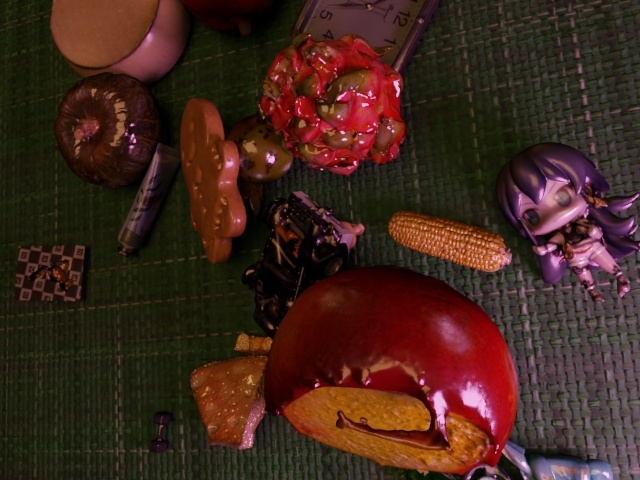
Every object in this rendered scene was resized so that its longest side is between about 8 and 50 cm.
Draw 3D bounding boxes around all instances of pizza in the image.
[{"bbox_3d":[-0.189,0.333,1.093,0.204,0.080,0.188,-4,58,27],"label":"pizza"}]

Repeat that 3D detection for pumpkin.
[{"bbox_3d":[-0.484,-0.246,1.185,0.260,0.189,0.261,4,99,24],"label":"pumpkin"}]

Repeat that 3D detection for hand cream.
[{"bbox_3d":[-0.397,-0.089,1.207,0.058,0.091,0.272,28,95,24],"label":"hand cream"}]

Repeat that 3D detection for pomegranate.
[{"bbox_3d":[-0.145,-0.164,1.101,0.156,0.156,0.220,45,107,18],"label":"pomegranate"}]

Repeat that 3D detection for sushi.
[{"bbox_3d":[-0.660,0.081,1.296,0.200,0.031,0.139,0,82,15],"label":"sushi"}]

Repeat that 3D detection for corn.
[{"bbox_3d":[0.239,-0.002,0.991,0.238,0.080,0.080,18,89,17],"label":"corn"}]

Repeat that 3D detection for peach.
[{"bbox_3d":[0.113,0.198,0.876,0.405,0.335,0.310,1,55,26],"label":"peach"}]

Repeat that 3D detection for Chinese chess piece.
[{"bbox_3d":[-0.478,-0.533,1.261,0.337,0.140,0.339,-2,83,19],"label":"Chinese chess piece"}]

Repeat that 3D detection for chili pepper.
[{"bbox_3d":[0.198,0.430,0.935,0.224,0.061,0.098,35,125,34],"label":"chili pepper"}]

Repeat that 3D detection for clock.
[{"bbox_3d":[0.100,-0.498,1.116,0.278,0.049,0.274,28,93,19],"label":"clock"}]

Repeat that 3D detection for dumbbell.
[{"bbox_3d":[-0.349,0.418,1.148,0.036,0.040,0.083,-1,81,50],"label":"dumbbell"}]

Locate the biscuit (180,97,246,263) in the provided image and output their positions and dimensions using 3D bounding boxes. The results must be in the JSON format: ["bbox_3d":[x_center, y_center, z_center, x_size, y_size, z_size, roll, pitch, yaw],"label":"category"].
[{"bbox_3d":[-0.238,-0.135,1.095,0.275,0.052,0.355,-47,56,52],"label":"biscuit"}]

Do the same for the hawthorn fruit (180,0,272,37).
[{"bbox_3d":[-0.211,-0.586,1.128,0.265,0.265,0.308,-12,98,16],"label":"hawthorn fruit"}]

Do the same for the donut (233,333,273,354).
[{"bbox_3d":[-0.130,0.215,1.092,0.083,0.067,0.038,-21,55,48],"label":"donut"}]

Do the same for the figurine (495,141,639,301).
[{"bbox_3d":[0.411,-0.039,0.884,0.175,0.197,0.265,-27,96,12],"label":"figurine"}]

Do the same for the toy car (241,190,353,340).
[{"bbox_3d":[-0.052,0.061,1.023,0.193,0.118,0.301,40,125,33],"label":"toy car"}]

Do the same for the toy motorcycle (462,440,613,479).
[{"bbox_3d":[0.392,0.437,0.871,0.296,0.109,0.198,26,89,18],"label":"toy motorcycle"}]

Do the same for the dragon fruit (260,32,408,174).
[{"bbox_3d":[0.031,-0.252,0.999,0.231,0.302,0.237,-13,53,44],"label":"dragon fruit"}]

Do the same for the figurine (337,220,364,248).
[{"bbox_3d":[0.000,0.000,1.081,0.187,0.083,0.083,-18,77,29],"label":"figurine"}]
